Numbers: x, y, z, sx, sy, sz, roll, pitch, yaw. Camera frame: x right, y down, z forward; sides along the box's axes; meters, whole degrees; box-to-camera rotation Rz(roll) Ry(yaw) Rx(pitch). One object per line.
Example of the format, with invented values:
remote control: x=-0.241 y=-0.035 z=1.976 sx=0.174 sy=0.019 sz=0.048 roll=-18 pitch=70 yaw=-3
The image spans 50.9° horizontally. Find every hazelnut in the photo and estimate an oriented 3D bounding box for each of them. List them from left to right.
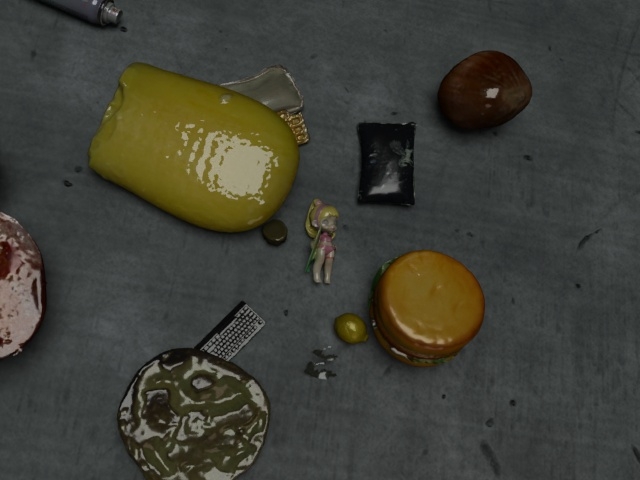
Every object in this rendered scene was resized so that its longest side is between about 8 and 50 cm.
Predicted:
hazelnut: x=0.389 y=-0.345 z=1.570 sx=0.214 sy=0.176 sz=0.214 roll=-15 pitch=35 yaw=11

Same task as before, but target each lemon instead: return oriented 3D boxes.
lemon: x=0.066 y=0.186 z=1.417 sx=0.083 sy=0.062 sz=0.062 roll=34 pitch=70 yaw=1

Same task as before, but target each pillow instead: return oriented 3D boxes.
pillow: x=-0.158 y=-0.322 z=1.545 sx=0.232 sy=0.038 sz=0.131 roll=-23 pitch=81 yaw=-15
pillow: x=0.155 y=-0.181 z=1.553 sx=0.141 sy=0.055 sz=0.209 roll=1 pitch=72 yaw=-1

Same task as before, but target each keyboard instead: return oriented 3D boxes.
keyboard: x=-0.205 y=0.214 z=1.385 sx=0.074 sy=0.015 sz=0.196 roll=44 pitch=71 yaw=6

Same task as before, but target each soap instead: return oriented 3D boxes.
soap: x=-0.258 y=-0.194 z=1.443 sx=0.427 sy=0.115 sz=0.306 roll=24 pitch=75 yaw=3

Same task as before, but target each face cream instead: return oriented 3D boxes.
face cream: x=-0.564 y=-0.553 z=1.528 sx=0.229 sy=0.075 sz=0.075 roll=23 pitch=70 yaw=-3

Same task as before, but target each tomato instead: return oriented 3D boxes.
tomato: x=-0.676 y=0.099 z=1.267 sx=0.338 sy=0.144 sz=0.339 roll=4 pitch=75 yaw=-13

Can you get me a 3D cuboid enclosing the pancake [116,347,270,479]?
pancake: x=-0.249 y=0.352 z=1.308 sx=0.294 sy=0.049 sz=0.295 roll=3 pitch=78 yaw=-14

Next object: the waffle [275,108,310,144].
waffle: x=-0.097 y=-0.249 z=1.529 sx=0.134 sy=0.021 sz=0.092 roll=-21 pitch=100 yaw=-15

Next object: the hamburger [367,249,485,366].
hamburger: x=0.213 y=0.146 z=1.400 sx=0.245 sy=0.170 sz=0.246 roll=5 pitch=60 yaw=-8

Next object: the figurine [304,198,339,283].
figurine: x=0.000 y=0.000 z=1.468 sx=0.083 sy=0.083 sz=0.188 roll=1 pitch=85 yaw=-10

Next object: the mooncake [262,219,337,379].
mooncake: x=-0.045 y=0.119 z=1.421 sx=0.150 sy=0.057 sz=0.347 roll=-3 pitch=76 yaw=2
